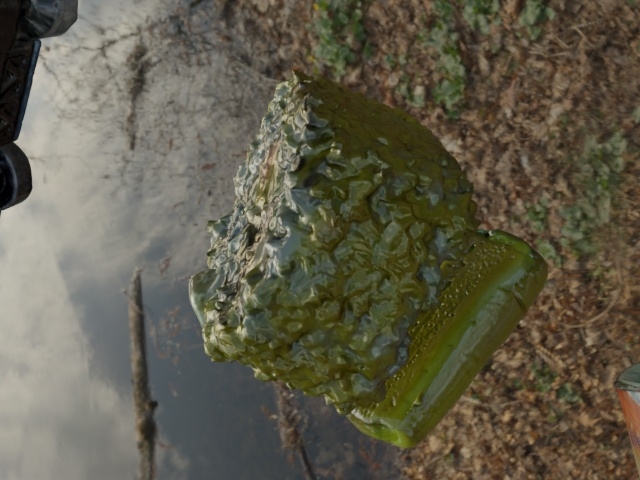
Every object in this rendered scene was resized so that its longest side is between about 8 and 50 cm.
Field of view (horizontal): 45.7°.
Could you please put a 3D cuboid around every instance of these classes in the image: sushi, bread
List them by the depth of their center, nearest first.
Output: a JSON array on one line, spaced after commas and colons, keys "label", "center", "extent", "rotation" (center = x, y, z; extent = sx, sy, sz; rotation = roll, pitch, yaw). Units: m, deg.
[{"label": "sushi", "center": [0.000, 0.000, 0.953], "extent": [0.351, 0.240, 0.396], "rotation": [-60, 20, 20]}, {"label": "bread", "center": [0.190, 0.144, 1.143], "extent": [0.166, 0.112, 0.383], "rotation": [26, 67, 44]}]

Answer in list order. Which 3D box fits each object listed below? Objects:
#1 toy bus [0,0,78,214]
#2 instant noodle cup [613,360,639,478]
[{"label": "toy bus", "center": [-0.224, -0.080, 0.386], "extent": [0.134, 0.116, 0.233], "rotation": [32, 118, 9]}, {"label": "instant noodle cup", "center": [0.289, 0.160, 0.397], "extent": [0.243, 0.243, 0.231], "rotation": [-22, 81, 39]}]
